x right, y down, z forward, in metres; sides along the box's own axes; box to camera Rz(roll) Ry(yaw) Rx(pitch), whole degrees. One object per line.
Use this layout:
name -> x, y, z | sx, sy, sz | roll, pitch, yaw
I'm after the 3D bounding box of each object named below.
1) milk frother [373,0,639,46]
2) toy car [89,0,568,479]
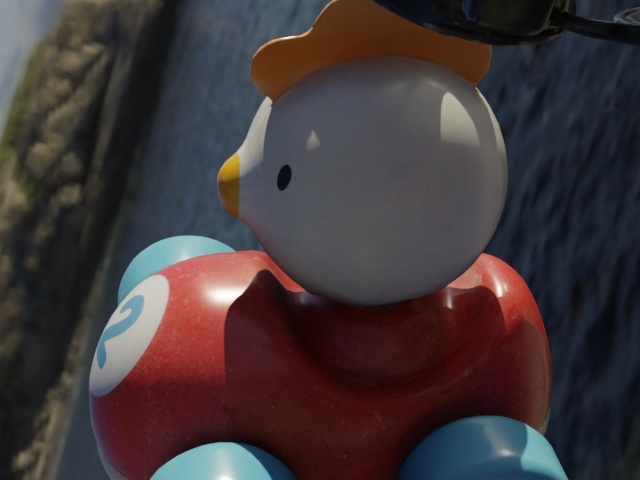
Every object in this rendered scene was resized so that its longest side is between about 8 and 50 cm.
milk frother -> 0.096, -0.127, 0.495 | 0.129, 0.143, 0.135 | -117, 34, -46
toy car -> 0.000, 0.000, 0.674 | 0.219, 0.210, 0.238 | -108, 15, -61
